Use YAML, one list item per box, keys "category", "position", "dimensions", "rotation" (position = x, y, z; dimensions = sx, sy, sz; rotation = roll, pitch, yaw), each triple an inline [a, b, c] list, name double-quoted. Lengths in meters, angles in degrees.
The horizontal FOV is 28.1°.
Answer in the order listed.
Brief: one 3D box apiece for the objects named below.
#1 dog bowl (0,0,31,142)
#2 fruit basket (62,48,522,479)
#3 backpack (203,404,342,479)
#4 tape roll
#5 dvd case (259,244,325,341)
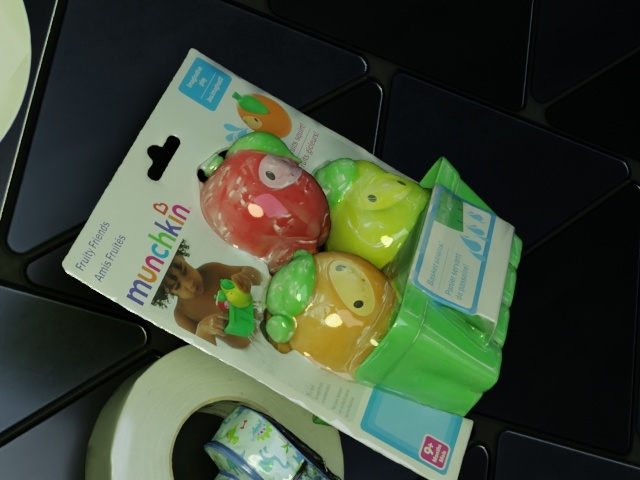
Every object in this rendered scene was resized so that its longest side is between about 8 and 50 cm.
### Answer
- category: "dog bowl"
  position: [-0.374, -0.155, 1.029]
  dimensions: [0.265, 0.104, 0.265]
  rotation: [3, 85, -29]
- category: "fruit basket"
  position: [0.000, 0.000, 1.081]
  dimensions: [0.353, 0.165, 0.327]
  rotation: [35, 40, -11]
- category: "backpack"
  position: [-0.043, 0.195, 1.038]
  dimensions: [0.114, 0.105, 0.084]
  rotation: [47, 72, -10]
- category: "tape roll"
  position: [-0.090, 0.199, 1.116]
  dimensions: [0.219, 0.072, 0.219]
  rotation: [9, 69, -26]
- category: "dvd case"
  position: [-0.020, 0.033, 1.185]
  dimensions: [0.179, 0.029, 0.239]
  rotation: [36, 40, -14]
